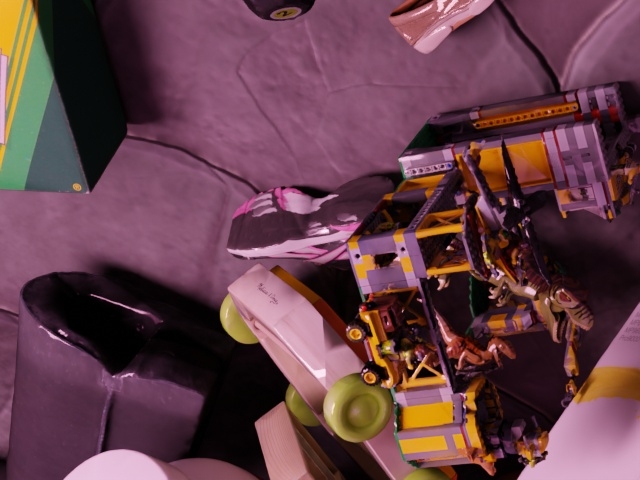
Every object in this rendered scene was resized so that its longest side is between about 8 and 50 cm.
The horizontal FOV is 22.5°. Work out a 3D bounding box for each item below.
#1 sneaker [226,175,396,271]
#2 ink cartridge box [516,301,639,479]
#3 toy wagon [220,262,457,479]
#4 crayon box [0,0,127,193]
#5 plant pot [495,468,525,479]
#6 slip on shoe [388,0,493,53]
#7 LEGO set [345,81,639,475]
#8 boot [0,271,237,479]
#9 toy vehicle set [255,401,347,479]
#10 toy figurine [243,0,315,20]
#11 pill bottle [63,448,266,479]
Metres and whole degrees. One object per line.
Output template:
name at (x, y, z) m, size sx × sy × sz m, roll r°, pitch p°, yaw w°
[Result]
sneaker at (0.000, 0.000, 1.433) m, size 0.178 × 0.072 × 0.077 m, roll -5°, pitch 138°, yaw 31°
ink cartridge box at (0.322, 0.221, 1.271) m, size 0.279 × 0.384 × 0.160 m, roll 41°, pitch 165°, yaw -17°
toy wagon at (0.037, 0.170, 1.467) m, size 0.344 × 0.068 × 0.267 m, roll 54°, pitch 171°, yaw -28°
crayon box at (-0.378, -0.198, 1.371) m, size 0.363 × 0.106 × 0.313 m, roll 3°, pitch 131°, yaw 18°
plant pot at (0.259, 0.324, 1.495) m, size 0.203 × 0.291 × 0.291 m, roll -1°, pitch 131°, yaw 42°
slip on shoe at (0.104, -0.195, 1.234) m, size 0.041 × 0.051 × 0.135 m, roll 35°, pitch 140°, yaw -15°
LEGO set at (0.167, 0.019, 1.236) m, size 0.192 × 0.331 × 0.255 m, roll -9°, pitch 103°, yaw 25°
boot at (-0.308, 0.202, 1.657) m, size 0.367 × 0.146 × 0.445 m, roll 13°, pitch 140°, yaw -7°
toy vehicle set at (0.039, 0.282, 1.472) m, size 0.035 × 0.166 × 0.267 m, roll -36°, pitch 109°, yaw 3°
toy figurine at (-0.059, -0.285, 1.145) m, size 0.209 × 0.148 × 0.213 m, roll 25°, pitch 134°, yaw -2°
pill bottle at (-0.080, 0.346, 1.562) m, size 0.229 × 0.229 × 0.408 m, roll -15°, pitch 148°, yaw 31°
